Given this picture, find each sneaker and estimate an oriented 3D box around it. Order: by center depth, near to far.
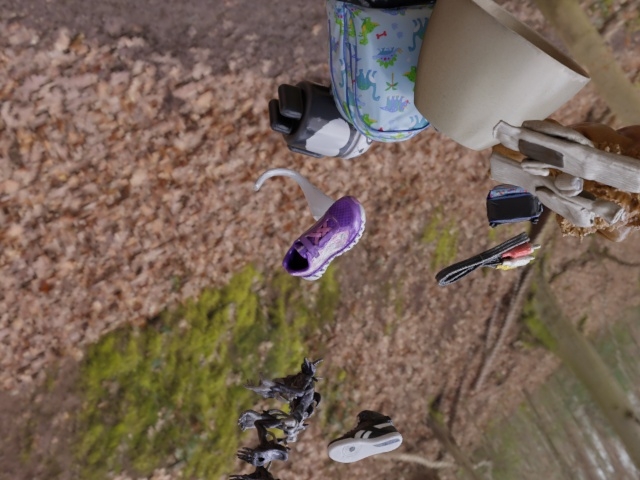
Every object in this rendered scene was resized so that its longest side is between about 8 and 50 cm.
[{"bbox_3d":[0.000,0.000,1.776,0.105,0.095,0.236,-3,140,-52],"label":"sneaker"},{"bbox_3d":[0.099,0.518,2.230,0.217,0.121,0.079,-2,124,-26],"label":"sneaker"}]

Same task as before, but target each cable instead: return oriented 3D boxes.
[{"bbox_3d":[0.434,0.056,2.119,0.287,0.072,0.139,-20,159,-25],"label":"cable"}]

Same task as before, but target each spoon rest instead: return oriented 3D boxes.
[{"bbox_3d":[-0.028,-0.109,2.094,0.137,0.276,0.084,139,-24,-78],"label":"spoon rest"}]

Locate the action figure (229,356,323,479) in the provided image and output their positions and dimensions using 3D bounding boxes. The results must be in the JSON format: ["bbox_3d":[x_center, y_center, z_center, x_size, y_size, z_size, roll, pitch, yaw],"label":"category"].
[{"bbox_3d":[-0.082,0.309,1.506,0.275,0.141,0.164,-61,163,-52],"label":"action figure"}]

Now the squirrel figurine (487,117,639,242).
[{"bbox_3d":[0.553,-0.160,1.765,0.397,0.371,0.281,-92,-154,-71],"label":"squirrel figurine"}]

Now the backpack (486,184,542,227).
[{"bbox_3d":[0.566,-0.109,2.417,0.158,0.116,0.173,-6,-173,22],"label":"backpack"}]

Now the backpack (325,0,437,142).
[{"bbox_3d":[0.147,-0.396,1.828,0.290,0.273,0.355,-5,128,-21],"label":"backpack"}]

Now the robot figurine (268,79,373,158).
[{"bbox_3d":[0.008,-0.303,2.111,0.278,0.173,0.209,13,180,-26],"label":"robot figurine"}]

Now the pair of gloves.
[{"bbox_3d":[0.322,-0.084,1.127,0.042,0.204,0.240,-61,166,-10],"label":"pair of gloves"}]

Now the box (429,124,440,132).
[{"bbox_3d":[0.345,-0.494,2.406,0.242,0.076,0.307,-47,138,-1],"label":"box"}]

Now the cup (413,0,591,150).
[{"bbox_3d":[0.316,-0.318,1.623,0.237,0.331,0.331,-54,160,23],"label":"cup"}]
